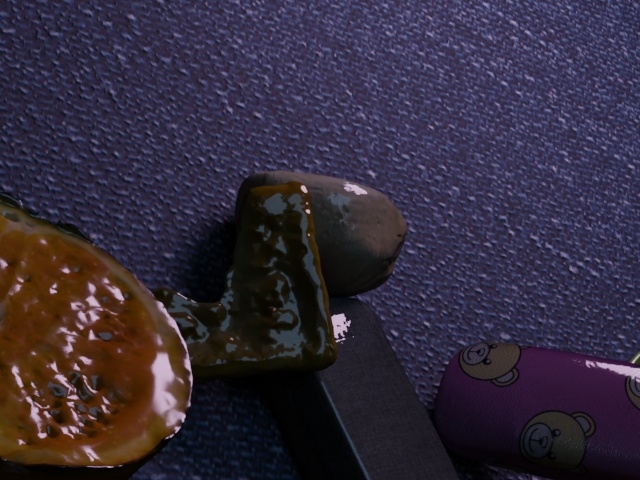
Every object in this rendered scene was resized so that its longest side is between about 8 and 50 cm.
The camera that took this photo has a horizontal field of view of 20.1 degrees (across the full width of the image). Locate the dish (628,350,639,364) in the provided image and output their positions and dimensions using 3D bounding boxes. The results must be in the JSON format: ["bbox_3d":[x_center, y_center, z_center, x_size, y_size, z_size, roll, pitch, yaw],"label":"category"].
[{"bbox_3d":[0.401,0.269,1.894,0.324,0.124,0.324,18,52,-25],"label":"dish"}]

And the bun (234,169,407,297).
[{"bbox_3d":[0.000,0.000,1.734,0.173,0.166,0.113,14,84,-20],"label":"bun"}]

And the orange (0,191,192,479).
[{"bbox_3d":[-0.255,0.078,1.335,0.274,0.310,0.274,-2,90,-79],"label":"orange"}]

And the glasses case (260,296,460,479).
[{"bbox_3d":[0.052,0.204,1.652,0.131,0.074,0.323,-8,65,-45],"label":"glasses case"}]

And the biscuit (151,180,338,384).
[{"bbox_3d":[-0.082,0.044,1.606,0.183,0.039,0.174,-11,80,-12],"label":"biscuit"}]

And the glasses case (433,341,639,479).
[{"bbox_3d":[0.268,0.176,1.753,0.316,0.076,0.123,10,62,15],"label":"glasses case"}]
